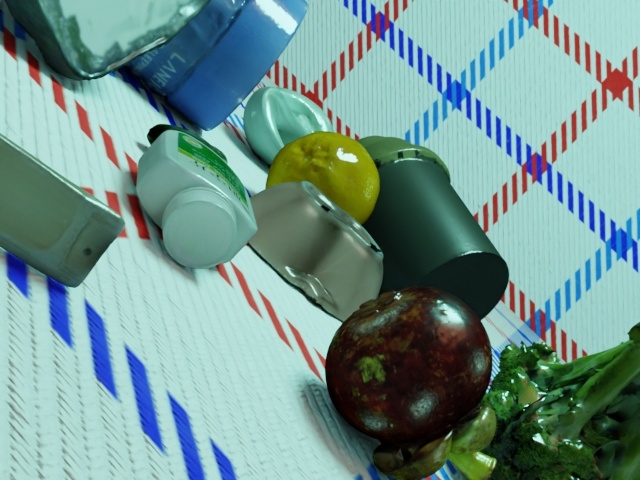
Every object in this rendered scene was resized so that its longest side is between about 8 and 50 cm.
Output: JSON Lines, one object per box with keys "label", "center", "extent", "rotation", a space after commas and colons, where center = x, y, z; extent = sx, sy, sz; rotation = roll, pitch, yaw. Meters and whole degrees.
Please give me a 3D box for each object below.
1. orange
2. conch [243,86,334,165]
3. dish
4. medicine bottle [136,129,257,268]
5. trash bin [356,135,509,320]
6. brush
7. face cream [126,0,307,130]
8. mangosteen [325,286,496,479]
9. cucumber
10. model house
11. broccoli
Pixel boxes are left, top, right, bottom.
{"label": "orange", "center": [0.000, -0.077, 1.251], "extent": [0.159, 0.159, 0.136], "rotation": [48, -5, 30]}
{"label": "conch", "center": [-0.058, -0.181, 1.578], "extent": [0.185, 0.121, 0.221], "rotation": [52, 20, 25]}
{"label": "dish", "center": [0.000, 0.000, 1.118], "extent": [0.213, 0.090, 0.213], "rotation": [42, 9, -8]}
{"label": "medicine bottle", "center": [-0.118, -0.037, 0.876], "extent": [0.119, 0.069, 0.183], "rotation": [42, 11, -21]}
{"label": "trash bin", "center": [0.127, -0.025, 1.384], "extent": [0.214, 0.214, 0.334], "rotation": [33, 17, -45]}
{"label": "brush", "center": [-0.260, -0.079, 0.533], "extent": [0.321, 0.060, 0.050], "rotation": [37, 0, -27]}
{"label": "face cream", "center": [-0.179, -0.320, 1.330], "extent": [0.225, 0.249, 0.249], "rotation": [37, 11, -16]}
{"label": "mangosteen", "center": [0.082, 0.131, 0.802], "extent": [0.146, 0.156, 0.181], "rotation": [15, -47, 51]}
{"label": "cucumber", "center": [-0.159, -0.107, 1.065], "extent": [0.105, 0.048, 0.048], "rotation": [32, 14, -47]}
{"label": "model house", "center": [-0.318, -0.343, 1.095], "extent": [0.301, 0.271, 0.190], "rotation": [19, -39, 31]}
{"label": "broccoli", "center": [0.310, 0.203, 0.939], "extent": [0.321, 0.283, 0.304], "rotation": [24, 22, -4]}
